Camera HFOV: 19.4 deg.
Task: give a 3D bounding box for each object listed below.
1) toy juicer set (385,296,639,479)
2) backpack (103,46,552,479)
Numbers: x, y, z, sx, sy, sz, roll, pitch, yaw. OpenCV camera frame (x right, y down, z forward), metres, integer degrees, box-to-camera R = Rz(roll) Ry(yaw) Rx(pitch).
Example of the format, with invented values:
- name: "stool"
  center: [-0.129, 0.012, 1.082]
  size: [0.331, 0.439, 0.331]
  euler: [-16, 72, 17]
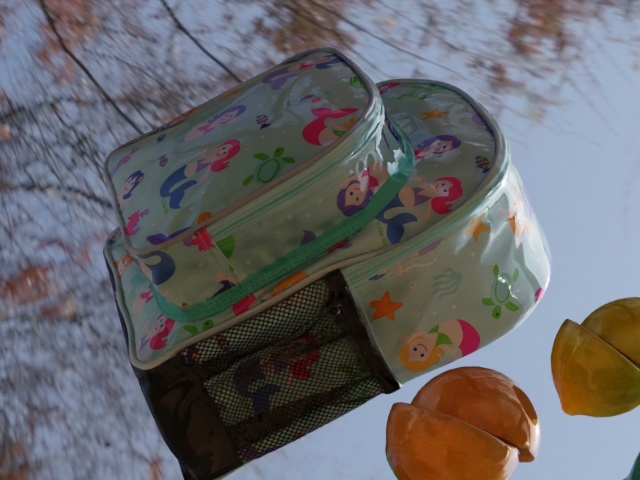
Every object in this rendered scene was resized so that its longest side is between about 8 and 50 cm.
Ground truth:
- name: "toy juicer set"
  center: [0.182, 0.092, 0.791]
  size: [0.329, 0.209, 0.089]
  euler: [-12, -67, 0]
- name: "backpack"
  center: [0.000, 0.000, 1.108]
  size: [0.253, 0.225, 0.191]
  euler: [-21, -64, -2]
